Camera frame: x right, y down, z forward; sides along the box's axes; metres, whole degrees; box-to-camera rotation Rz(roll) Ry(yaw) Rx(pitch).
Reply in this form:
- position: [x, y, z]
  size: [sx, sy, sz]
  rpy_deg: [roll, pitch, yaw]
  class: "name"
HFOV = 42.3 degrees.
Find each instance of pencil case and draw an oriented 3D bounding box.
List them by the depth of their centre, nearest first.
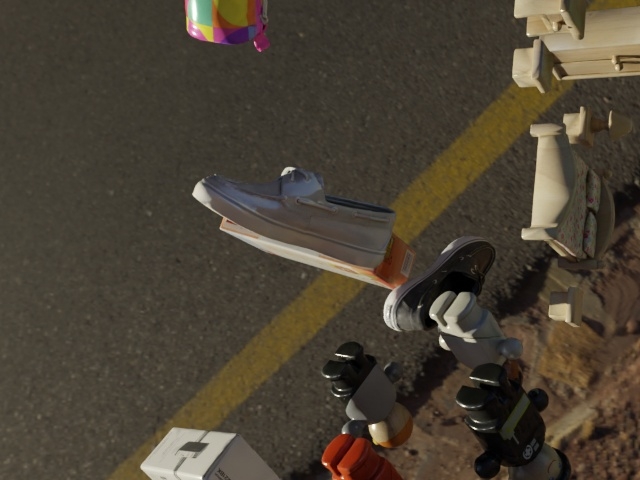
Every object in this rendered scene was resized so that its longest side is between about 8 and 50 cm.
- position: [-0.102, -0.341, 0.941]
  size: [0.104, 0.104, 0.236]
  rpy_deg: [31, 133, 36]
  class: "pencil case"

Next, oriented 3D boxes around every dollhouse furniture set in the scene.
- position: [0.336, -0.089, 0.957]
  size: [0.173, 0.303, 0.356]
  rpy_deg: [1, 79, 30]
  class: "dollhouse furniture set"

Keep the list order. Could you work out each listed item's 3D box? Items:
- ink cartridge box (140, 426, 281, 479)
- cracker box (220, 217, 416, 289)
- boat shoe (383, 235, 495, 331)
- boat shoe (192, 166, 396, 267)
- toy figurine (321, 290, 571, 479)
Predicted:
- position: [-0.202, 0.478, 1.629]
  size: [0.272, 0.197, 0.114]
  rpy_deg: [-12, 32, 53]
  class: "ink cartridge box"
- position: [0.000, 0.000, 1.138]
  size: [0.232, 0.155, 0.067]
  rpy_deg: [15, 84, 22]
  class: "cracker box"
- position: [0.184, 0.060, 1.134]
  size: [0.076, 0.228, 0.080]
  rpy_deg: [10, 117, 45]
  class: "boat shoe"
- position: [-0.015, -0.029, 0.698]
  size: [0.063, 0.184, 0.066]
  rpy_deg: [-67, 22, 10]
  class: "boat shoe"
- position: [0.115, 0.175, 0.801]
  size: [0.213, 0.148, 0.210]
  rpy_deg: [-31, 25, 12]
  class: "toy figurine"
